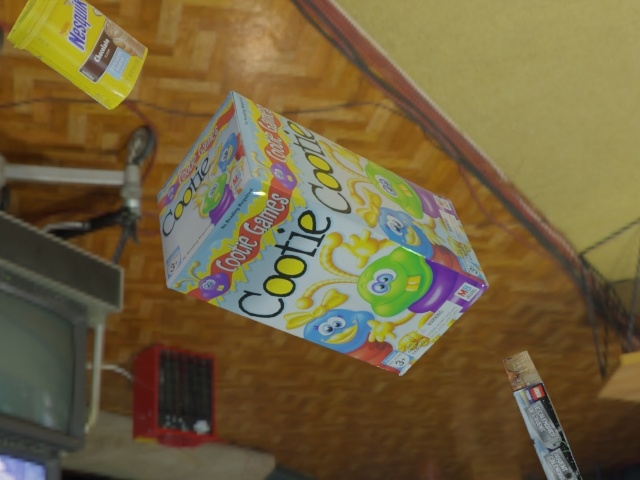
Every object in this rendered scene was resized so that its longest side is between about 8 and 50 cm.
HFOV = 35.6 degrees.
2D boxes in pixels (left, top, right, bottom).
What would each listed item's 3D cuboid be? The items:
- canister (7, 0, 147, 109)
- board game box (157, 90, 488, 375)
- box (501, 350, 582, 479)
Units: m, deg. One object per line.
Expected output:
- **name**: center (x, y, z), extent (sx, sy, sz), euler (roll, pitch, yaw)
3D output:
- **canister**: center (-0.335, -0.276, 1.397), extent (0.170, 0.126, 0.073), euler (36, 131, -26)
- **board game box**: center (0.000, 0.000, 0.965), extent (0.275, 0.142, 0.144), euler (24, 120, -29)
- **box**: center (0.185, 0.151, 0.838), extent (0.027, 0.093, 0.137), euler (-23, -178, 8)
